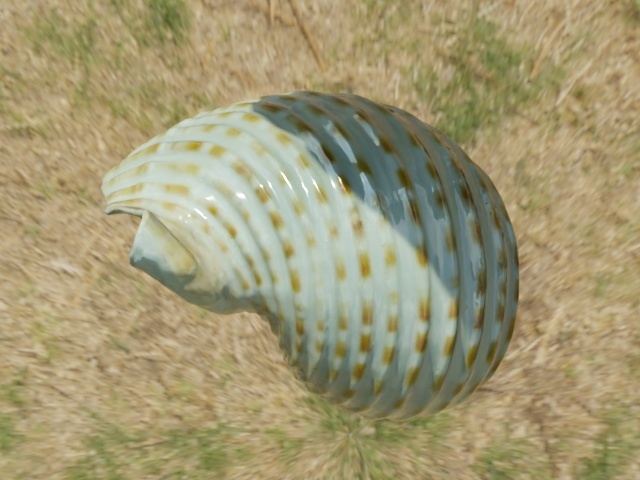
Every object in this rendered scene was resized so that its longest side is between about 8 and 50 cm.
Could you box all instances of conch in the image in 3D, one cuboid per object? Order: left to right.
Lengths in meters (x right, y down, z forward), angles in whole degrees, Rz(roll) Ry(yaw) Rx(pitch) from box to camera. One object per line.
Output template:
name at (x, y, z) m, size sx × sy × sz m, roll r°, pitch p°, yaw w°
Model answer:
conch at (0.005, -0.004, 0.561) m, size 0.153 × 0.135 × 0.102 m, roll 38°, pitch 91°, yaw -29°
